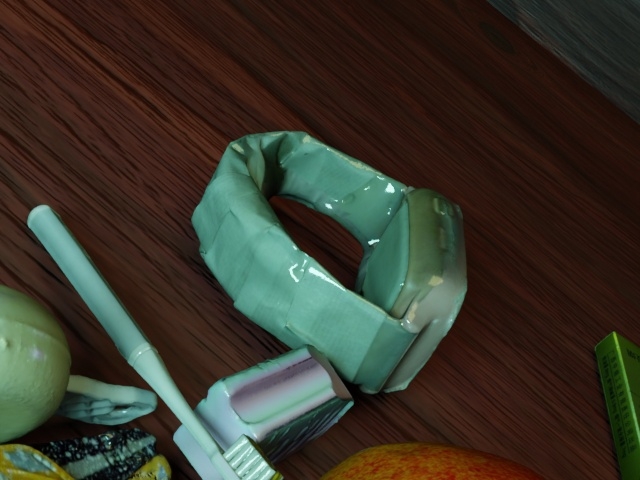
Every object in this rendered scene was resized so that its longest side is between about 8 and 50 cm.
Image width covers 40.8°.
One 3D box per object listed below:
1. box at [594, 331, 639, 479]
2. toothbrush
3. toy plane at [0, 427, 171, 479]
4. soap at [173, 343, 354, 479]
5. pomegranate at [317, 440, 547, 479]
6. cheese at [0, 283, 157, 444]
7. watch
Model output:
[{"bbox_3d":[0.419,0.255,1.008,0.173,0.043,0.311,32,32,-12],"label":"box"},{"bbox_3d":[-0.135,0.066,0.618,0.342,0.030,0.025,40,-9,38],"label":"toothbrush"},{"bbox_3d":[-0.185,0.162,0.446,0.316,0.103,0.204,22,33,-39],"label":"toy plane"},{"bbox_3d":[-0.037,0.133,0.651,0.056,0.100,0.149,52,33,17],"label":"soap"},{"bbox_3d":[0.062,0.232,0.532,0.221,0.221,0.257,32,-3,-10],"label":"pomegranate"},{"bbox_3d":[-0.217,0.092,0.526,0.249,0.163,0.070,61,15,-64],"label":"cheese"},{"bbox_3d":[0.000,0.000,0.823,0.241,0.161,0.253,23,33,-10],"label":"watch"}]
